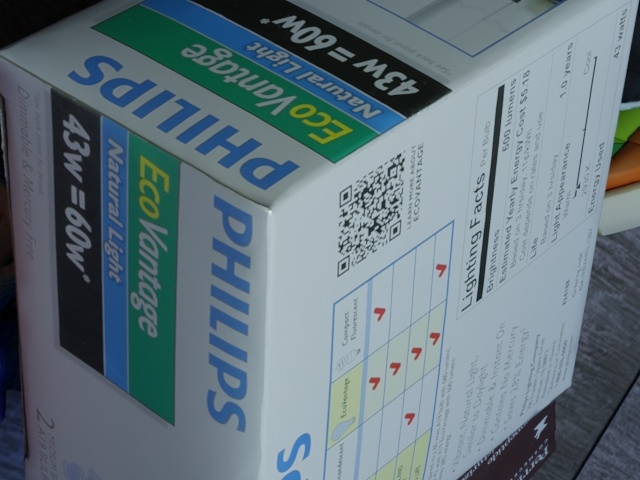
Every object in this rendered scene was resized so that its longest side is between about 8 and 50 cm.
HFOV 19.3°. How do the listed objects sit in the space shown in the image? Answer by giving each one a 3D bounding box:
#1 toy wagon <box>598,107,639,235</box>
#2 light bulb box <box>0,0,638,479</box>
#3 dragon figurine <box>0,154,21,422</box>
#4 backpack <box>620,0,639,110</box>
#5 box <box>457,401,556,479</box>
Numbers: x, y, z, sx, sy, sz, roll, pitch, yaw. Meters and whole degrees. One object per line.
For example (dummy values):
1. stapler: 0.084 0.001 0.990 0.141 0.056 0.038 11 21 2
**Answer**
1. toy wagon: 0.247 -0.091 1.522 0.344 0.267 0.068 -44 128 -17
2. light bulb box: 0.000 0.000 1.232 0.361 0.225 0.358 -33 139 -39
3. dragon figurine: -0.220 0.084 1.287 0.144 0.085 0.289 -21 127 -36
4. backpack: 0.185 -0.212 1.434 0.253 0.191 0.225 1 110 -33
5. box: 0.079 0.132 1.534 0.168 0.167 0.203 -44 152 -19
